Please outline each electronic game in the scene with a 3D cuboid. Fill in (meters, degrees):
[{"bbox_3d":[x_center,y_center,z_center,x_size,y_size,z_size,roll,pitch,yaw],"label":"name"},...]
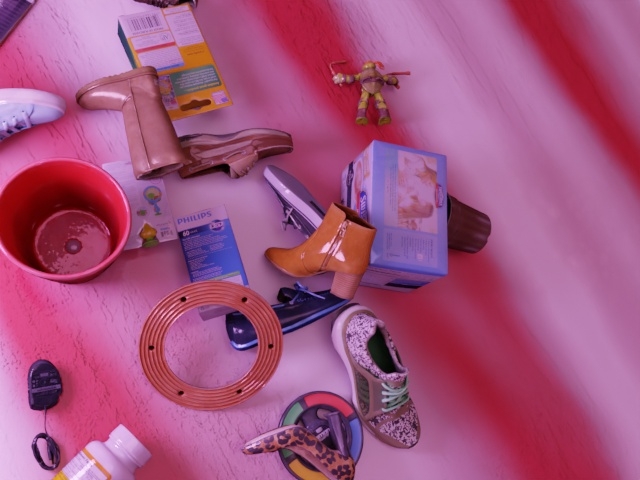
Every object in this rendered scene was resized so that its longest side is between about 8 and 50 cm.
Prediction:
[{"bbox_3d":[0.001,0.494,1.557,0.229,0.048,0.230,5,72,-18],"label":"electronic game"}]

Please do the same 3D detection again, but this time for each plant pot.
[{"bbox_3d":[0.394,-0.042,1.806,0.165,0.167,0.167,18,69,-22],"label":"plant pot"},{"bbox_3d":[-0.565,-0.018,1.395,0.274,0.243,0.275,5,73,-16],"label":"plant pot"}]

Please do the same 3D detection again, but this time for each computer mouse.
[{"bbox_3d":[-0.613,0.386,1.380,0.071,0.041,0.242,0,78,-37],"label":"computer mouse"}]

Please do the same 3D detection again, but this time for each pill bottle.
[{"bbox_3d":[-0.486,0.519,1.325,0.136,0.136,0.245,46,65,-2],"label":"pill bottle"}]

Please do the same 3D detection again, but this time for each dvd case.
[{"bbox_3d":[-0.864,-0.585,1.589,0.164,0.018,0.221,28,67,-9],"label":"dvd case"}]

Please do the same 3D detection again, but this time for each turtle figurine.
[{"bbox_3d":[0.166,-0.461,1.883,0.269,0.087,0.218,1,74,-20],"label":"turtle figurine"}]

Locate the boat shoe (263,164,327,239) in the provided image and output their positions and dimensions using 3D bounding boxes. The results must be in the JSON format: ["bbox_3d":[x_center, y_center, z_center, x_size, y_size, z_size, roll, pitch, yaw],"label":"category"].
[{"bbox_3d":[-0.057,-0.072,1.673,0.306,0.105,0.113,44,22,6],"label":"boat shoe"}]

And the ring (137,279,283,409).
[{"bbox_3d":[-0.256,0.247,1.465,0.336,0.032,0.337,-4,108,-12],"label":"ring"}]

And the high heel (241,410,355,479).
[{"bbox_3d":[-0.045,0.526,1.464,0.261,0.093,0.186,-10,78,-20],"label":"high heel"}]

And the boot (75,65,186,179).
[{"bbox_3d":[-0.481,-0.280,1.557,0.236,0.089,0.270,-18,82,11],"label":"boot"}]

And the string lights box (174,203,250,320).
[{"bbox_3d":[-0.264,0.052,1.539,0.133,0.077,0.260,-16,68,-9],"label":"string lights box"}]

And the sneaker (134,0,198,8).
[{"bbox_3d":[-0.435,-0.683,1.746,0.188,0.066,0.071,-17,81,-23],"label":"sneaker"}]

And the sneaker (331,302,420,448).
[{"bbox_3d":[0.162,0.357,1.562,0.158,0.182,0.411,-29,100,-22],"label":"sneaker"}]

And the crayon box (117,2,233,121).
[{"bbox_3d":[-0.395,-0.467,1.686,0.203,0.083,0.323,-21,81,-24],"label":"crayon box"}]

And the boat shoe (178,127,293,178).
[{"bbox_3d":[-0.232,-0.222,1.660,0.323,0.122,0.120,-8,82,-13],"label":"boat shoe"}]

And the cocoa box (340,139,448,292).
[{"bbox_3d":[0.196,-0.058,1.694,0.231,0.228,0.347,9,71,-17],"label":"cocoa box"}]

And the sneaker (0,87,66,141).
[{"bbox_3d":[-0.787,-0.263,1.468,0.365,0.135,0.150,-9,85,-13],"label":"sneaker"}]

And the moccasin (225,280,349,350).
[{"bbox_3d":[-0.077,0.168,1.581,0.341,0.138,0.117,-19,77,-25],"label":"moccasin"}]

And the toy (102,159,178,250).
[{"bbox_3d":[-0.453,-0.091,1.562,0.136,0.056,0.237,-13,70,-17],"label":"toy"}]

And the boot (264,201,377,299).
[{"bbox_3d":[0.000,0.000,1.568,0.104,0.295,0.211,-11,120,-57],"label":"boot"}]
